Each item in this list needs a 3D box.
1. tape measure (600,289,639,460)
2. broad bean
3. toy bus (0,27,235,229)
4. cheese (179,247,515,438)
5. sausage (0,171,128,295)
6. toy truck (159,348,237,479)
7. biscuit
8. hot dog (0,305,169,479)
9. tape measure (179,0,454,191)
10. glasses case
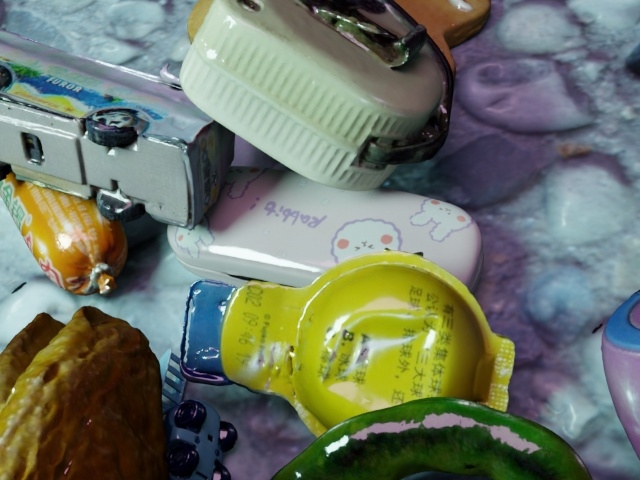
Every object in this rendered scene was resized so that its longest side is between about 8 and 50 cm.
[{"bbox_3d":[0.323,0.083,0.695,0.245,0.149,0.231,-22,8,5],"label":"tape measure"},{"bbox_3d":[0.076,0.187,0.752,0.292,0.049,0.144,1,88,13],"label":"broad bean"},{"bbox_3d":[-0.228,-0.111,0.944,0.317,0.112,0.138,18,41,17],"label":"toy bus"},{"bbox_3d":[0.018,0.089,0.817,0.270,0.069,0.177,8,93,8],"label":"cheese"},{"bbox_3d":[-0.272,-0.050,1.017,0.093,0.093,0.312,-30,53,-10],"label":"sausage"},{"bbox_3d":[-0.111,0.151,0.849,0.074,0.063,0.136,-15,47,30],"label":"toy truck"},{"bbox_3d":[0.002,-0.236,1.119,0.339,0.047,0.216,14,57,23],"label":"biscuit"},{"bbox_3d":[-0.194,0.225,0.705,0.174,0.267,0.387,10,50,-24],"label":"hot dog"},{"bbox_3d":[0.021,-0.171,0.936,0.231,0.133,0.271,31,31,-3],"label":"tape measure"},{"bbox_3d":[0.000,0.000,0.922,0.297,0.075,0.113,10,57,22],"label":"glasses case"}]
